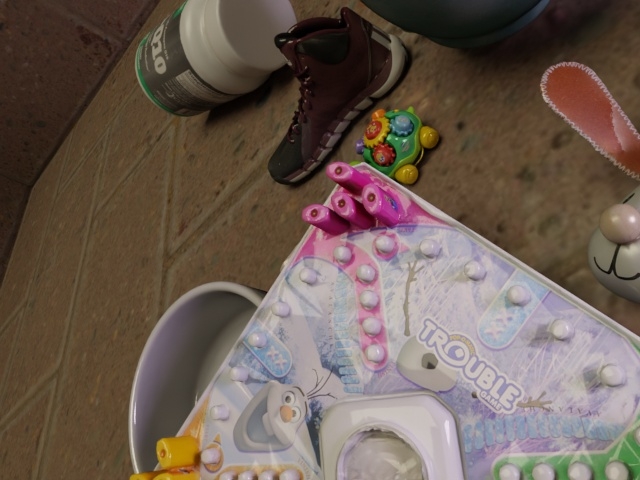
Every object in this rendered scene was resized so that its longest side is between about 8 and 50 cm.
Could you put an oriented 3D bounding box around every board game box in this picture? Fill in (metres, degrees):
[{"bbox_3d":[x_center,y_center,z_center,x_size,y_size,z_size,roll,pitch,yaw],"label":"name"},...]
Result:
[{"bbox_3d":[0.046,0.182,0.430,0.390,0.050,0.390,39,100,34],"label":"board game box"}]

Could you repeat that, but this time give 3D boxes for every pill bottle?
[{"bbox_3d":[-0.215,-0.382,1.136,0.360,0.204,0.204,-3,66,52],"label":"pill bottle"}]

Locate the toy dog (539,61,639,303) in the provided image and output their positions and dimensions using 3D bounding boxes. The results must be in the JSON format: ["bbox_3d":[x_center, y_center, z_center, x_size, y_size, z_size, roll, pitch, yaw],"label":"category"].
[{"bbox_3d":[0.267,-0.134,0.374,0.220,0.160,0.334,-10,60,50],"label":"toy dog"}]

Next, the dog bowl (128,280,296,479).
[{"bbox_3d":[-0.095,0.185,0.633,0.264,0.104,0.265,-14,68,37],"label":"dog bowl"}]

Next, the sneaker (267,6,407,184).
[{"bbox_3d":[-0.025,-0.215,0.809,0.281,0.162,0.107,-45,38,24],"label":"sneaker"}]

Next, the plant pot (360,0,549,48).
[{"bbox_3d":[0.150,-0.332,0.591,0.292,0.196,0.293,-11,64,23],"label":"plant pot"}]

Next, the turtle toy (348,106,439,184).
[{"bbox_3d":[0.077,-0.108,0.690,0.130,0.066,0.095,-60,34,4],"label":"turtle toy"}]

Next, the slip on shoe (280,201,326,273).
[{"bbox_3d":[0.000,0.000,0.746,0.041,0.051,0.135,36,90,16],"label":"slip on shoe"}]

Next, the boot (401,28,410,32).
[{"bbox_3d":[0.136,-0.378,0.802,0.189,0.076,0.209,-17,62,49],"label":"boot"}]
